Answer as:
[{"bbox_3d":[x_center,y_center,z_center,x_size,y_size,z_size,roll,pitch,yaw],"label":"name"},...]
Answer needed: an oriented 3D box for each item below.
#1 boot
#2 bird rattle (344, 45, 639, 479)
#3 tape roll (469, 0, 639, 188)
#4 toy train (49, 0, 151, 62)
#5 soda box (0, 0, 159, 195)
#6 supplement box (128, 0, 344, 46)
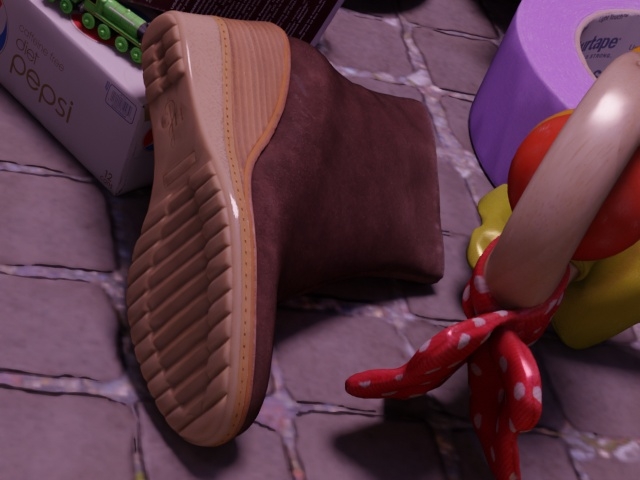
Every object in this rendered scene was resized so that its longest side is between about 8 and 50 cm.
[{"bbox_3d":[0.000,0.000,0.771,0.207,0.090,0.248,17,58,-40],"label":"boot"},{"bbox_3d":[0.117,-0.006,0.757,0.143,0.207,0.253,34,32,21],"label":"bird rattle"},{"bbox_3d":[0.247,-0.073,1.001,0.275,0.090,0.275,15,37,-11],"label":"tape roll"},{"bbox_3d":[-0.123,-0.129,0.805,0.083,0.024,0.017,35,38,16],"label":"toy train"},{"bbox_3d":[-0.154,-0.124,0.861,0.216,0.069,0.074,43,41,24],"label":"soda box"},{"bbox_3d":[-0.085,-0.196,0.913,0.130,0.073,0.239,39,16,20],"label":"supplement box"}]
